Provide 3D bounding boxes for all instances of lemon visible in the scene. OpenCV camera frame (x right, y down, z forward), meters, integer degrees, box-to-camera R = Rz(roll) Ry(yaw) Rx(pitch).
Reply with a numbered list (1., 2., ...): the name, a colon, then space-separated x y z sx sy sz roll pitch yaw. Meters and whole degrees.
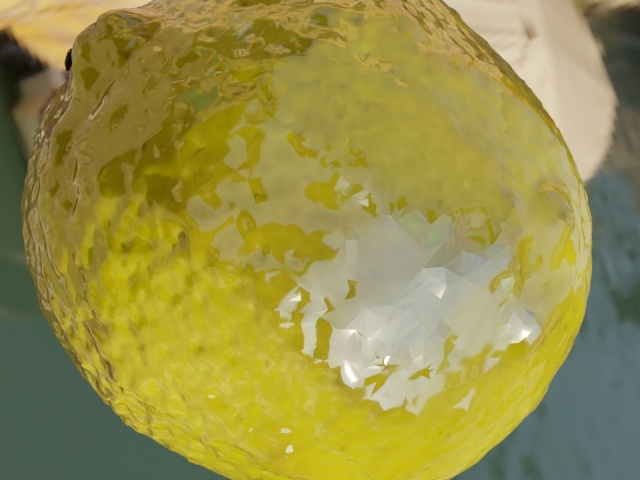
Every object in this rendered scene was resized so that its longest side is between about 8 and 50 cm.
1. lemon: 0.000 0.000 0.967 0.322 0.268 0.268 35 37 -19
